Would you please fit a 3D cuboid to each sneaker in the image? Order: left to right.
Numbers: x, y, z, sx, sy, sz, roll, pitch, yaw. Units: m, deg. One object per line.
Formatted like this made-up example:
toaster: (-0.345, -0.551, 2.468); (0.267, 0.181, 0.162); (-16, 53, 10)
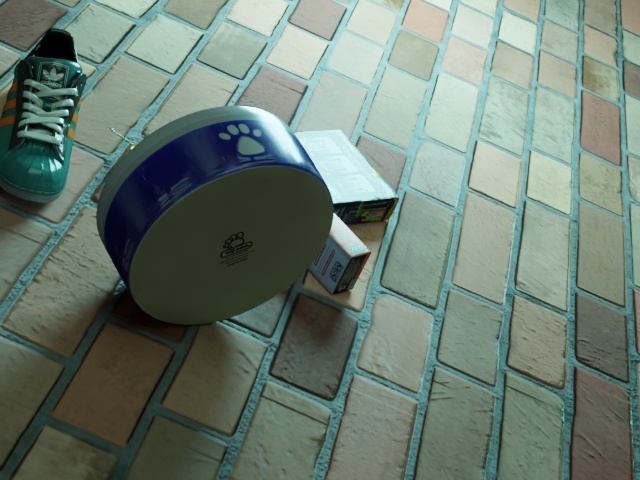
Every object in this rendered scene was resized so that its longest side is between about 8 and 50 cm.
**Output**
sneaker: (-0.371, -0.175, 1.556); (0.108, 0.121, 0.302); (12, 36, -19)

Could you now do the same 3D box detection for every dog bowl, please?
dog bowl: (-0.121, -0.025, 1.386); (0.265, 0.265, 0.104); (-3, 46, -36)

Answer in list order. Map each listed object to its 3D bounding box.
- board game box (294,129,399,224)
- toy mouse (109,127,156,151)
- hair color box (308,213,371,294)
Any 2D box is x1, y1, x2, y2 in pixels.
board game box: (0.014, -0.095, 1.766); (0.141, 0.048, 0.170); (-8, 46, -37)
toy mouse: (-0.199, -0.108, 1.659); (0.143, 0.031, 0.161); (-15, 51, -44)
hair color box: (0.000, 0.000, 1.606); (0.043, 0.072, 0.141); (-12, 50, -43)
